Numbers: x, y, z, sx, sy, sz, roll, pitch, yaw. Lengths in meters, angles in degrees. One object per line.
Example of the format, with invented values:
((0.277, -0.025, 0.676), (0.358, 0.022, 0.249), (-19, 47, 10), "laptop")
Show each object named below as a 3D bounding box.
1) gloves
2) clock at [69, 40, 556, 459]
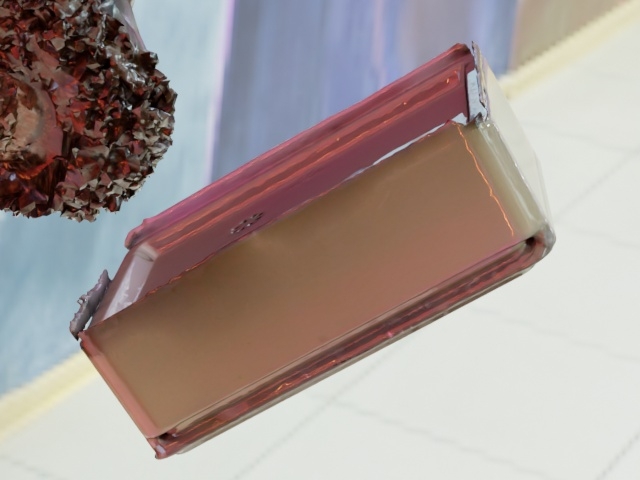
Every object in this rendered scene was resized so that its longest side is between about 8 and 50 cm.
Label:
((-0.205, -0.133, 0.986), (0.210, 0.312, 0.135), (-29, 30, 32), "gloves")
((0.000, 0.000, 0.807), (0.192, 0.071, 0.147), (-29, 13, 11), "clock")
